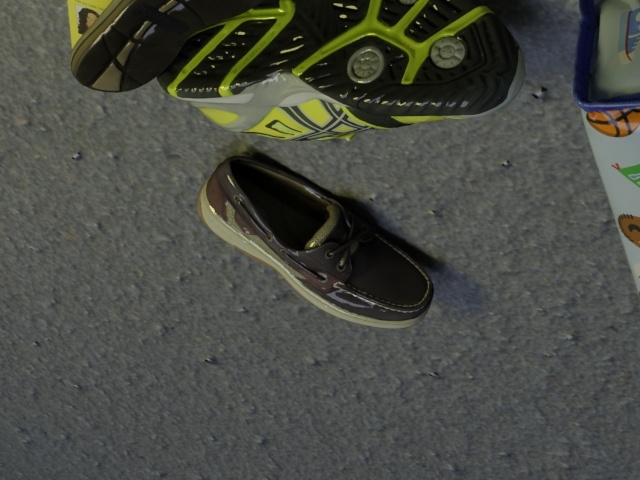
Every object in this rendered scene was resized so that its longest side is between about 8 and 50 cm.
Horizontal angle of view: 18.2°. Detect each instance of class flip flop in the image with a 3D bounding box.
[{"bbox_3d":[-0.134,-0.241,1.894,0.112,0.080,0.277,26,129,-38],"label":"flip flop"}]

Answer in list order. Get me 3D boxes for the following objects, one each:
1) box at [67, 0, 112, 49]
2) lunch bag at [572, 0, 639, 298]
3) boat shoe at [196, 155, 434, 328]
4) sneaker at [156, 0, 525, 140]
[{"bbox_3d":[-0.206,-0.257,1.960,0.058,0.087,0.232,20,148,11],"label":"box"},{"bbox_3d":[0.431,-0.092,1.660,0.385,0.239,0.328,-8,138,16],"label":"lunch bag"},{"bbox_3d":[0.000,0.000,2.180,0.285,0.103,0.092,32,152,0],"label":"boat shoe"},{"bbox_3d":[0.031,-0.166,1.917,0.384,0.145,0.147,7,161,34],"label":"sneaker"}]
